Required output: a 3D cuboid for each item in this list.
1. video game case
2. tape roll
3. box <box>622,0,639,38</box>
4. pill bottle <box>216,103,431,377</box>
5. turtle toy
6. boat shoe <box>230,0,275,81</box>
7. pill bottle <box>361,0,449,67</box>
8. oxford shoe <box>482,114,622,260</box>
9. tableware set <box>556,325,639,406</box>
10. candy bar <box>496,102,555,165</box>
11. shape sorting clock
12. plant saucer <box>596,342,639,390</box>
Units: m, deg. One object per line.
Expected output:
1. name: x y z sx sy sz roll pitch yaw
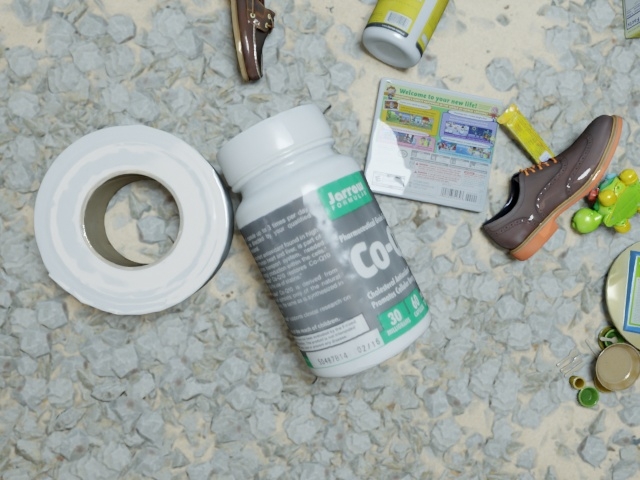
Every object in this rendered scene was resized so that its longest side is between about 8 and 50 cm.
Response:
1. video game case: 0.188 -0.160 0.866 0.212 0.023 0.193 10 90 -3
2. tape roll: -0.281 -0.029 0.796 0.286 0.100 0.286 0 91 -5
3. box: 0.635 -0.480 0.847 0.214 0.117 0.243 -4 91 -4
4. pill bottle: 0.000 0.000 0.763 0.204 0.204 0.361 -27 93 -3
5. turtle toy: 0.488 -0.061 0.865 0.130 0.066 0.095 -43 117 0
6. boat shoe: -0.109 -0.360 0.817 0.073 0.073 0.207 -8 91 -2
7. pill bottle: 0.149 -0.382 0.820 0.103 0.103 0.184 27 89 -4
8. oxford shoe: 0.375 -0.099 0.829 0.098 0.097 0.271 35 99 2
9. tableware set: 0.499 0.215 0.891 0.154 0.024 0.104 -35 93 -3
10. candy bar: 0.363 -0.160 0.869 0.040 0.018 0.161 -44 102 0
11. shape sorting clock: 0.593 0.097 0.887 0.206 0.040 0.206 0 87 -4
12. plant saucer: 0.506 0.214 0.873 0.083 0.015 0.083 0 94 -6
